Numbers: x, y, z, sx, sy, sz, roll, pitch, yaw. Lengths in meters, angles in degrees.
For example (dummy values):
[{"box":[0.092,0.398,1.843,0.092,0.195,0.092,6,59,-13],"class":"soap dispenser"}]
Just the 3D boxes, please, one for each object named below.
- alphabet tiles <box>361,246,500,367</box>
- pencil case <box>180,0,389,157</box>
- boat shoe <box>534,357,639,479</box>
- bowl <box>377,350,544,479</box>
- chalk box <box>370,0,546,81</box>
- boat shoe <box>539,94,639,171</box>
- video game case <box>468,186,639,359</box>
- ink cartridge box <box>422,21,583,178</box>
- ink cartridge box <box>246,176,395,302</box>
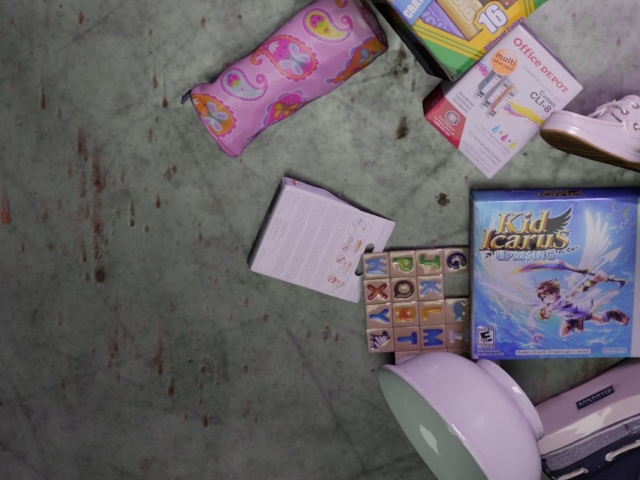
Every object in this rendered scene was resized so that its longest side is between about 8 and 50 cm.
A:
[{"box":[0.167,0.125,1.753,0.198,0.009,0.237,-4,107,2],"class":"alphabet tiles"},{"box":[-0.047,-0.235,1.610,0.284,0.124,0.124,-33,102,14],"class":"pencil case"},{"box":[0.474,0.272,1.733,0.341,0.127,0.158,-27,110,20],"class":"boat shoe"},{"box":[0.221,0.262,1.669,0.134,0.298,0.298,-36,103,-12],"class":"bowl"},{"box":[0.133,-0.373,1.506,0.179,0.180,0.289,-39,102,4],"class":"chalk box"},{"box":[0.401,-0.149,1.570,0.277,0.098,0.096,10,95,-40],"class":"boat shoe"},{"box":[0.350,0.049,1.689,0.270,0.061,0.244,-2,106,2],"class":"video game case"},{"box":[0.245,-0.199,1.590,0.128,0.127,0.176,42,105,-8],"class":"ink cartridge box"},{"box":[0.000,0.000,1.728,0.179,0.045,0.145,18,108,-20],"class":"ink cartridge box"}]
